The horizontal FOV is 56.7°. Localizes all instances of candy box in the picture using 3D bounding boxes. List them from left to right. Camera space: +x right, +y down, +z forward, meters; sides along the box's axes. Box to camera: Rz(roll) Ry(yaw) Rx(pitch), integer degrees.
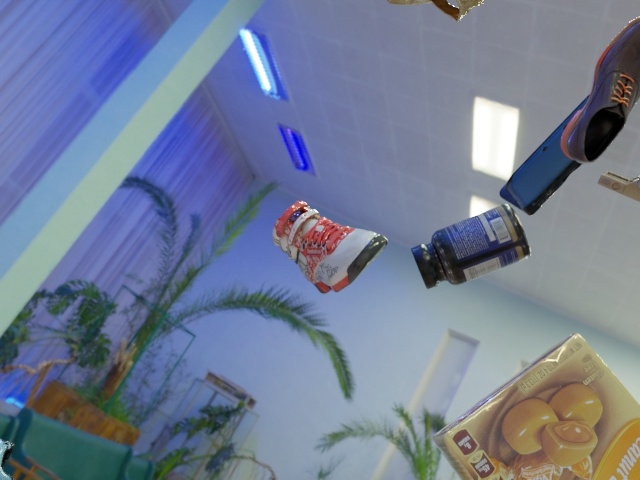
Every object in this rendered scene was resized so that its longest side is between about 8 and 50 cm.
[{"bbox_3d":[0.282,0.276,0.587,0.317,0.182,0.088,53,-10,19],"label":"candy box"}]

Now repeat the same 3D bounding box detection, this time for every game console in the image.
[{"bbox_3d":[0.561,-0.229,1.488,0.173,0.293,0.250,40,9,-21],"label":"game console"}]

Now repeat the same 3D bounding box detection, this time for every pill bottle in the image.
[{"bbox_3d":[0.305,0.019,1.220,0.219,0.123,0.123,-22,-38,9],"label":"pill bottle"}]

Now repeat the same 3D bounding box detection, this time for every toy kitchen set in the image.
[{"bbox_3d":[0.485,-0.109,0.926,0.075,0.068,0.083,31,-51,29],"label":"toy kitchen set"}]

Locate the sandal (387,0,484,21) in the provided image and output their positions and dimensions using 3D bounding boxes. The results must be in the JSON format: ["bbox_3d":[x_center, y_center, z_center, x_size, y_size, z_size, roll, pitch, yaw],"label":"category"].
[{"bbox_3d":[0.246,-0.455,1.136,0.239,0.079,0.088,-6,-8,-4],"label":"sandal"}]

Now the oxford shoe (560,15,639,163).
[{"bbox_3d":[0.531,-0.259,1.050,0.096,0.272,0.098,19,20,-2],"label":"oxford shoe"}]

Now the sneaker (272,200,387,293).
[{"bbox_3d":[-0.001,0.001,0.907,0.145,0.090,0.270,47,-16,-1],"label":"sneaker"}]

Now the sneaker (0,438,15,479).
[{"bbox_3d":[-0.524,0.329,0.936,0.162,0.073,0.063,60,-31,23],"label":"sneaker"}]
